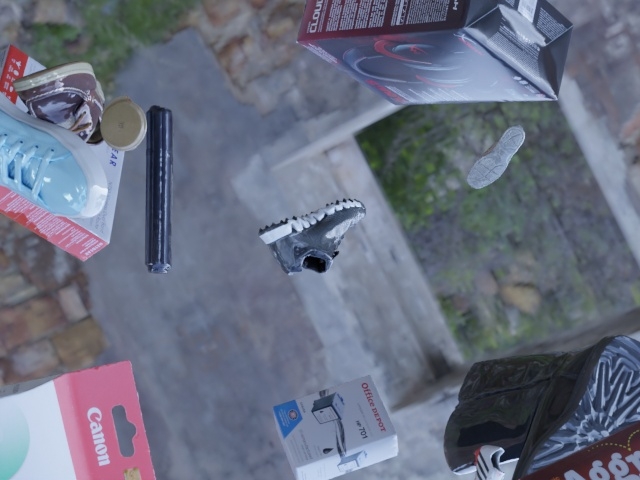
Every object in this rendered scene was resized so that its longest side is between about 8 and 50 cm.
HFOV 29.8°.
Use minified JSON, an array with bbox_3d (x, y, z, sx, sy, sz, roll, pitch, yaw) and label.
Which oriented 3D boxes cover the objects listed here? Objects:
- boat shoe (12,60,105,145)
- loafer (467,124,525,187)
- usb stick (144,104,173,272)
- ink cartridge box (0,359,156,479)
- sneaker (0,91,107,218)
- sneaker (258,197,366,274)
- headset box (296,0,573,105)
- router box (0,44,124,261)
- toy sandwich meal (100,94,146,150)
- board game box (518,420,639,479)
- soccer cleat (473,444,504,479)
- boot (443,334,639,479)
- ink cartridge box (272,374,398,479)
[{"bbox_3d":[-0.422,-0.216,2.029,0.123,0.123,0.342,-19,178,-2],"label":"boat shoe"},{"bbox_3d":[0.287,-0.137,1.952,0.125,0.045,0.039,-50,-178,20],"label":"loafer"},{"bbox_3d":[-0.267,-0.084,1.995,0.045,0.278,0.077,0,176,-3],"label":"usb stick"},{"bbox_3d":[-0.318,0.251,1.412,0.225,0.181,0.056,-11,-164,-4],"label":"ink cartridge box"},{"bbox_3d":[-0.485,-0.128,1.787,0.150,0.366,0.135,-24,138,-53],"label":"sneaker"},{"bbox_3d":[0.000,0.000,1.994,0.078,0.106,0.234,-25,177,43],"label":"sneaker"},{"bbox_3d":[0.131,-0.260,1.512,0.293,0.110,0.218,4,166,42],"label":"headset box"},{"bbox_3d":[-0.530,-0.171,2.327,0.082,0.301,0.335,-32,-140,32],"label":"router box"},{"bbox_3d":[-0.297,-0.175,1.820,0.086,0.085,0.029,-26,172,16],"label":"toy sandwich meal"},{"bbox_3d":[0.333,0.219,1.081,0.281,0.145,0.027,-21,140,-19],"label":"board game box"},{"bbox_3d":[0.183,0.263,1.307,0.036,0.083,0.029,-15,149,41],"label":"soccer cleat"},{"bbox_3d":[0.312,0.332,1.939,0.367,0.146,0.445,-52,-167,-23],"label":"boot"},{"bbox_3d":[0.027,0.340,2.149,0.191,0.139,0.082,-18,142,-9],"label":"ink cartridge box"}]
